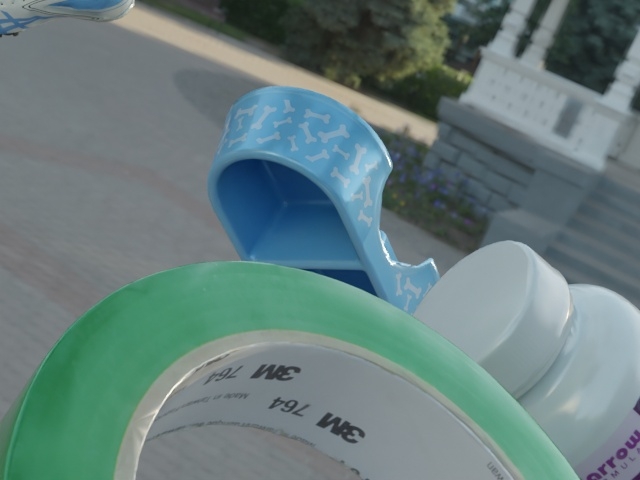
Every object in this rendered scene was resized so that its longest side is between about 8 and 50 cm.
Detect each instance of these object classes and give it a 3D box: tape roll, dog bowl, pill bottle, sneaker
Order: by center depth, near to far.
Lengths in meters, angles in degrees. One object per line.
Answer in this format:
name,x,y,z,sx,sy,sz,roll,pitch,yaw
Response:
tape roll,0.004,0.156,0.489,0.321,0.077,0.321,24,38,-20
pill bottle,0.204,0.139,0.834,0.301,0.169,0.169,40,5,-22
dog bowl,0.000,0.000,1.033,0.166,0.074,0.297,0,-46,32
sneaker,-0.364,-0.324,1.479,0.237,0.086,0.085,-7,48,2
